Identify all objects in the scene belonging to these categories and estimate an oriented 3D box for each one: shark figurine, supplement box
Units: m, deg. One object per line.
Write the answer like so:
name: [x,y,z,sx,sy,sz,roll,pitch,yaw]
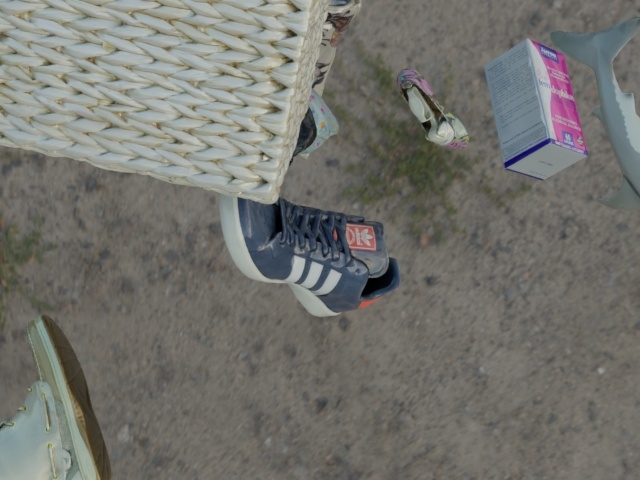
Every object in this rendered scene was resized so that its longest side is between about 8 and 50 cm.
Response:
shark figurine: [0.317,-0.084,1.004,0.278,0.116,0.166,46,55,-13]
supplement box: [0.391,-0.239,1.804,0.111,0.114,0.220,11,61,-38]

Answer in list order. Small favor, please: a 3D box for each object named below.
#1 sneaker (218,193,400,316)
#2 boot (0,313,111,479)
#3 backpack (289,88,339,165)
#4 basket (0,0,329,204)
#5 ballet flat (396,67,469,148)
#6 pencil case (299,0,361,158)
sneaker: [0.000,0.000,1.276,0.148,0.350,0.131,-13,68,22]
boot: [-0.348,0.206,1.136,0.165,0.077,0.213,-19,86,2]
backpack: [-0.040,-0.217,1.805,0.115,0.182,0.152,-24,86,13]
basket: [-0.157,-0.242,1.042,0.331,0.266,0.328,13,28,0]
ballet flat: [0.229,-0.260,2.062,0.221,0.077,0.079,49,37,-21]
pencil case: [-0.045,-0.362,1.992,0.184,0.410,0.160,19,41,-6]
